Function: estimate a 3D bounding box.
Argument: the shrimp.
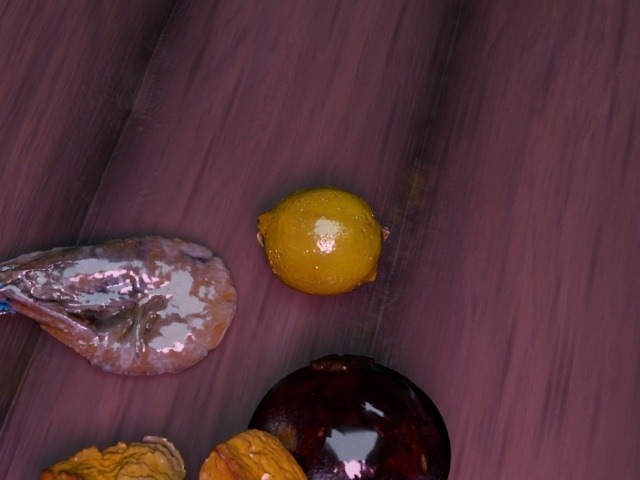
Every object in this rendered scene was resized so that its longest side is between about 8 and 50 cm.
[{"bbox_3d":[-0.348,0.102,1.656,0.446,0.110,0.221,-2,73,-10],"label":"shrimp"}]

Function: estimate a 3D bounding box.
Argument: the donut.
[{"bbox_3d":[-0.161,0.424,1.375,0.163,0.435,0.377,-6,90,-51],"label":"donut"}]

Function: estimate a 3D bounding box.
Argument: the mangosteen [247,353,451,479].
[{"bbox_3d":[0.041,0.309,1.486,0.311,0.311,0.311,2,64,-4],"label":"mangosteen"}]

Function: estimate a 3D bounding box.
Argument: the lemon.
[{"bbox_3d":[0.000,0.000,1.687,0.206,0.173,0.173,13,64,-1],"label":"lemon"}]
